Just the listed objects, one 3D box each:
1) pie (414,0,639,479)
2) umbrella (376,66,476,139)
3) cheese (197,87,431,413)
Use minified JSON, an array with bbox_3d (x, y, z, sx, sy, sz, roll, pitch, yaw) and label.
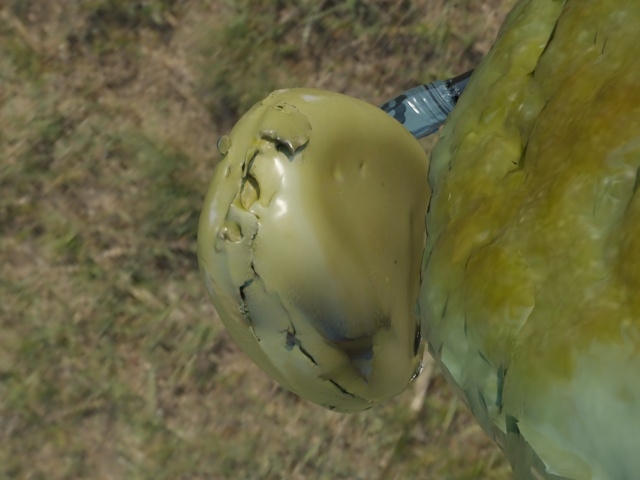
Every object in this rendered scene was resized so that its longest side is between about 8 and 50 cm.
[{"bbox_3d":[0.213,-0.044,0.431,0.395,0.418,0.180,-41,134,-2],"label":"pie"},{"bbox_3d":[0.083,-0.124,1.700,0.250,0.053,0.052,-26,94,10],"label":"umbrella"},{"bbox_3d":[0.000,0.000,1.318,0.128,0.316,0.259,-5,74,22],"label":"cheese"}]
